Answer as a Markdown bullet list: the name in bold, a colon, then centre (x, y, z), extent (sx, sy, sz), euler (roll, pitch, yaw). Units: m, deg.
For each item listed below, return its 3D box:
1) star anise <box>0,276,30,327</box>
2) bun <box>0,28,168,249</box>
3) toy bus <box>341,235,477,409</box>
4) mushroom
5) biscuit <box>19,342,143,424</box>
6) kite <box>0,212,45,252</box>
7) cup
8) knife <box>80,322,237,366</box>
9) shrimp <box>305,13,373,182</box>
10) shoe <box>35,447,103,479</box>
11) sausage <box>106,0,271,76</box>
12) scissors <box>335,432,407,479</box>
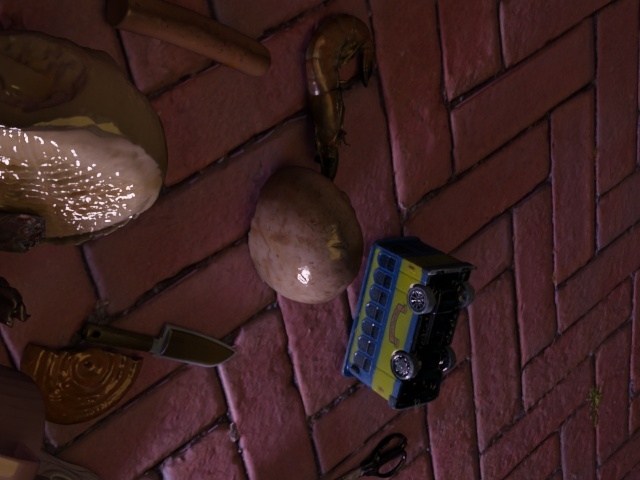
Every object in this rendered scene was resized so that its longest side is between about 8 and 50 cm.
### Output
- **star anise**: centre (-0.488, 0.051, 1.331), extent (0.214, 0.220, 0.099), euler (38, 71, -57)
- **bun**: centre (-0.378, -0.144, 1.291), extent (0.364, 0.364, 0.202), euler (32, 47, -48)
- **toy bus**: centre (0.177, 0.166, 2.042), extent (0.152, 0.190, 0.312), euler (-5, 114, -44)
- **mushroom**: centre (0.000, 0.000, 1.788), extent (0.195, 0.189, 0.253), euler (-25, 135, -32)
- **biscuit**: centre (-0.396, 0.237, 1.641), extent (0.224, 0.033, 0.144), euler (18, 97, -47)
- **kite**: centre (-0.469, -0.020, 1.298), extent (0.229, 0.016, 0.127), euler (9, 150, -31)
- **cup**: centre (-0.514, 0.237, 1.352), extent (0.273, 0.288, 0.208), euler (33, 51, -51)
- **knife**: centre (-0.266, 0.175, 1.739), extent (0.343, 0.027, 0.061), euler (21, 91, -48)
- **shrimp**: centre (0.041, -0.256, 1.794), extent (0.169, 0.058, 0.296), euler (-23, 122, -38)
- **shoe**: centre (-0.411, 0.442, 1.645), extent (0.124, 0.159, 0.316), euler (-53, 134, -11)
- **sausage**: centre (-0.189, -0.312, 1.531), extent (0.301, 0.066, 0.065), euler (11, 103, -48)
- **scissors**: centre (0.085, 0.525, 2.270), extent (0.300, 0.022, 0.109), euler (-20, 120, -36)
